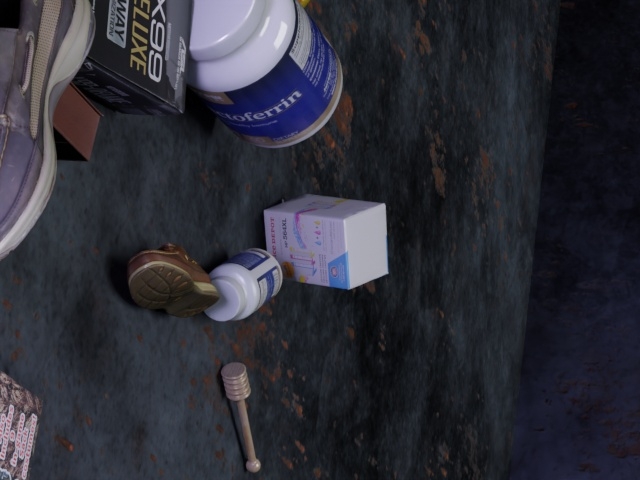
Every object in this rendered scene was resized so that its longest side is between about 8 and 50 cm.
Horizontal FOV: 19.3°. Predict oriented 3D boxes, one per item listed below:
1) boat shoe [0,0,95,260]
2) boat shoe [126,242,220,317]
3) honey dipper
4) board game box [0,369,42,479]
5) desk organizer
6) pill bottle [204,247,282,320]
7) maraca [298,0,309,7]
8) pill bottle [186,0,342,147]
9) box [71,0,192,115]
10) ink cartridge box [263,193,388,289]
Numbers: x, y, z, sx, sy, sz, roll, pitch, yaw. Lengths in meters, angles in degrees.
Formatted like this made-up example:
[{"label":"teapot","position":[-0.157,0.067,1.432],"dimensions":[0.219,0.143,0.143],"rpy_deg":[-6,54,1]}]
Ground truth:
[{"label":"boat shoe","position":[-0.288,-0.118,1.537],"dimensions":[0.355,0.132,0.130],"rpy_deg":[-83,152,-43]},{"label":"boat shoe","position":[-0.164,0.035,1.984],"dimensions":[0.060,0.064,0.178],"rpy_deg":[64,10,18]},{"label":"honey dipper","position":[-0.091,0.214,2.242],"dimensions":[0.030,0.030,0.160],"rpy_deg":[-66,154,-48]},{"label":"board game box","position":[-0.348,0.118,1.180],"dimensions":[0.291,0.232,0.141],"rpy_deg":[53,41,-61]},{"label":"desk organizer","position":[-0.251,-0.121,1.730],"dimensions":[0.130,0.047,0.050],"rpy_deg":[51,46,-62]},{"label":"pill bottle","position":[-0.094,0.054,2.160],"dimensions":[0.120,0.067,0.067],"rpy_deg":[-35,124,-67]},{"label":"maraca","position":[-0.054,-0.307,2.220],"dimensions":[0.185,0.099,0.127],"rpy_deg":[113,-5,-71]},{"label":"pill bottle","position":[-0.084,-0.213,2.046],"dimensions":[0.265,0.153,0.153],"rpy_deg":[44,50,-64]},{"label":"box","position":[-0.199,-0.294,1.821],"dimensions":[0.242,0.077,0.307],"rpy_deg":[28,64,-69]},{"label":"ink cartridge box","position":[0.000,0.000,2.338],"dimensions":[0.090,0.143,0.092],"rpy_deg":[-22,113,-50]}]
